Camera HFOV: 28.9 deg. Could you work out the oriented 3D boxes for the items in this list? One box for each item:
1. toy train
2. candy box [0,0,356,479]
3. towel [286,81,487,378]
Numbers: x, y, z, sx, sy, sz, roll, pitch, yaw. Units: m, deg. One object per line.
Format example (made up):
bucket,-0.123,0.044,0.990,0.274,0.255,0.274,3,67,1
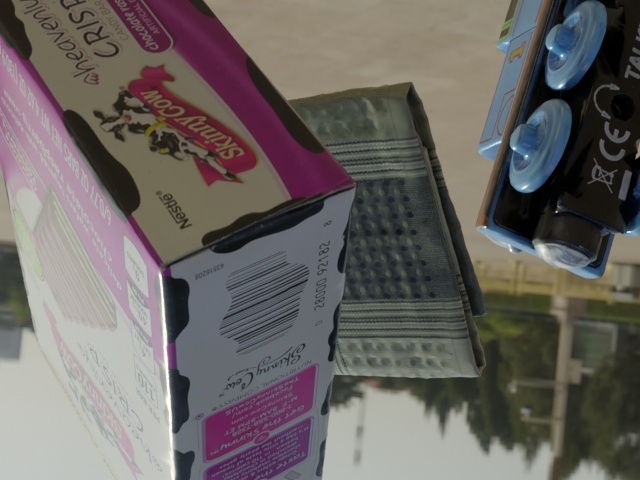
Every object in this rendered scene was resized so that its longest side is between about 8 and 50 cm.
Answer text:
toy train,0.122,-0.071,0.570,0.080,0.184,0.105,21,167,-14
candy box,-0.064,0.017,0.485,0.071,0.159,0.233,-24,145,-21
towel,0.000,0.000,1.246,0.324,0.312,0.056,-2,-156,33
